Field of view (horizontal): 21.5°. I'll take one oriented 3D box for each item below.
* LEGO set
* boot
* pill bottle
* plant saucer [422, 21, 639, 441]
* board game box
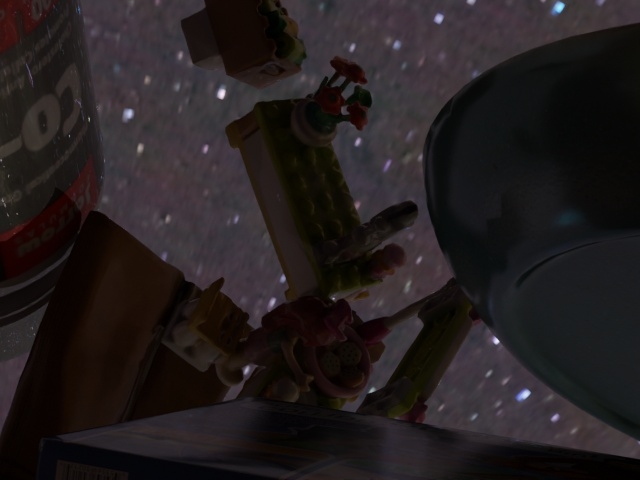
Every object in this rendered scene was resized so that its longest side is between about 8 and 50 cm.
[{"bbox_3d":[0.000,0.000,0.703,0.132,0.107,0.287,28,-127,-25],"label":"LEGO set"},{"bbox_3d":[-0.155,0.118,0.828,0.096,0.264,0.280,19,-101,42],"label":"boot"},{"bbox_3d":[-0.193,-0.069,0.845,0.161,0.283,0.161,0,-129,0],"label":"pill bottle"},{"bbox_3d":[0.177,0.034,0.503,0.318,0.317,0.043,19,-109,-3],"label":"plant saucer"},{"bbox_3d":[0.052,0.072,0.395,0.201,0.136,0.035,7,-89,18],"label":"board game box"}]
